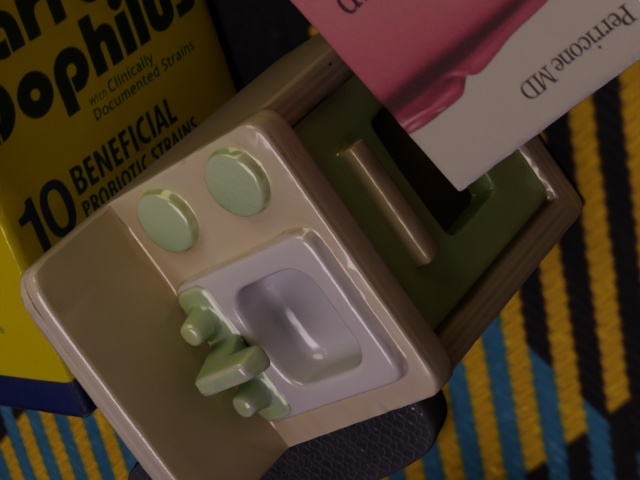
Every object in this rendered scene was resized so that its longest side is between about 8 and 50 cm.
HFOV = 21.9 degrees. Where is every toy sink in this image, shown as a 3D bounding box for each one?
[{"bbox_3d":[0.000,0.000,0.798,0.131,0.234,0.153,-26,103,46],"label":"toy sink"}]

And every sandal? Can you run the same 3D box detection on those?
[{"bbox_3d":[-0.018,0.134,1.059,0.254,0.054,0.097,-25,112,36],"label":"sandal"}]

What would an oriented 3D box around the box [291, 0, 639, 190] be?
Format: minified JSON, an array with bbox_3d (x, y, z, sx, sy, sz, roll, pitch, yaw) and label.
[{"bbox_3d":[0.054,-0.165,0.707,0.232,0.127,0.148,48,137,-3],"label":"box"}]

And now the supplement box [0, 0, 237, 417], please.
[{"bbox_3d":[-0.193,-0.110,0.892,0.195,0.194,0.356,3,123,37],"label":"supplement box"}]
